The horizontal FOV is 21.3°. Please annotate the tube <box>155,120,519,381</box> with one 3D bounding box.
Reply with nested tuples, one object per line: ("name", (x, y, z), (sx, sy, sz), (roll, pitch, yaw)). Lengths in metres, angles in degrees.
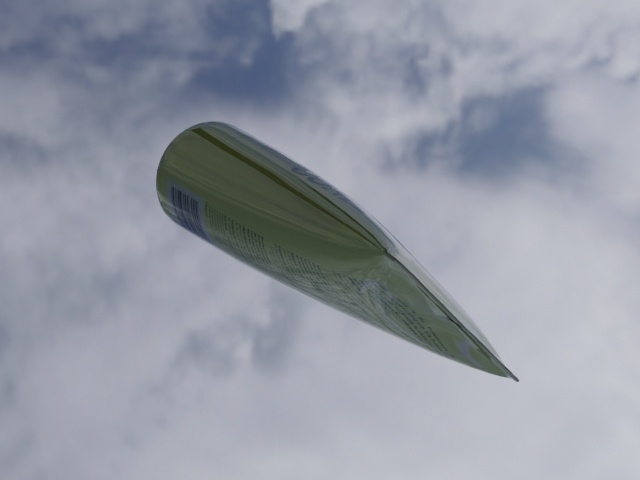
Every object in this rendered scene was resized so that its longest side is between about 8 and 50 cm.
("tube", (0.000, 0.000, 0.792), (0.070, 0.062, 0.240), (-5, -161, -28))
